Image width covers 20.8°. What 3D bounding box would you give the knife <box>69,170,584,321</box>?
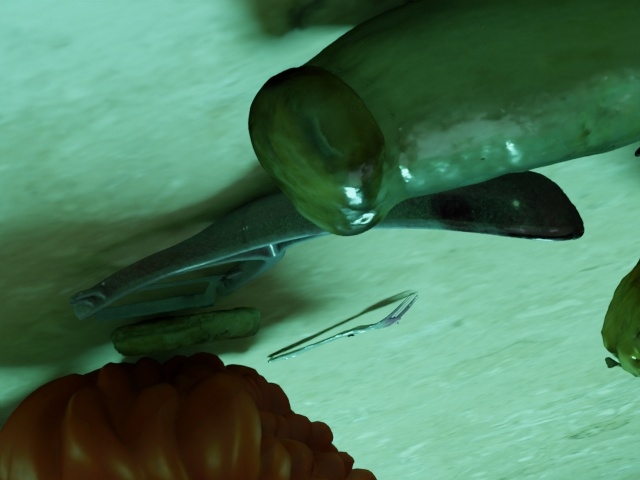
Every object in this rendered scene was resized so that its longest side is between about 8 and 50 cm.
[{"bbox_3d":[0.000,-0.002,0.826,0.278,0.053,0.123,-13,-179,44],"label":"knife"}]

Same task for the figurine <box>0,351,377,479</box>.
[{"bbox_3d":[-0.138,0.192,1.064,0.412,0.241,0.306,-12,162,43],"label":"figurine"}]

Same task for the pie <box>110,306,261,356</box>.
[{"bbox_3d":[-0.074,0.050,0.971,0.084,0.020,0.084,-9,178,0],"label":"pie"}]

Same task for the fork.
[{"bbox_3d":[0.014,0.060,1.120,0.115,0.012,0.016,-25,153,24],"label":"fork"}]

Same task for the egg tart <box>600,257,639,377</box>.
[{"bbox_3d":[0.318,0.033,0.927,0.341,0.132,0.341,-21,-165,6],"label":"egg tart"}]

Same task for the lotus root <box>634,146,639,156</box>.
[{"bbox_3d":[0.261,-0.048,0.813,0.170,0.074,0.261,-20,-179,40],"label":"lotus root"}]

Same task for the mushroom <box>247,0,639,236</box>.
[{"bbox_3d":[0.118,-0.077,0.722,0.312,0.081,0.100,-17,173,-14],"label":"mushroom"}]
